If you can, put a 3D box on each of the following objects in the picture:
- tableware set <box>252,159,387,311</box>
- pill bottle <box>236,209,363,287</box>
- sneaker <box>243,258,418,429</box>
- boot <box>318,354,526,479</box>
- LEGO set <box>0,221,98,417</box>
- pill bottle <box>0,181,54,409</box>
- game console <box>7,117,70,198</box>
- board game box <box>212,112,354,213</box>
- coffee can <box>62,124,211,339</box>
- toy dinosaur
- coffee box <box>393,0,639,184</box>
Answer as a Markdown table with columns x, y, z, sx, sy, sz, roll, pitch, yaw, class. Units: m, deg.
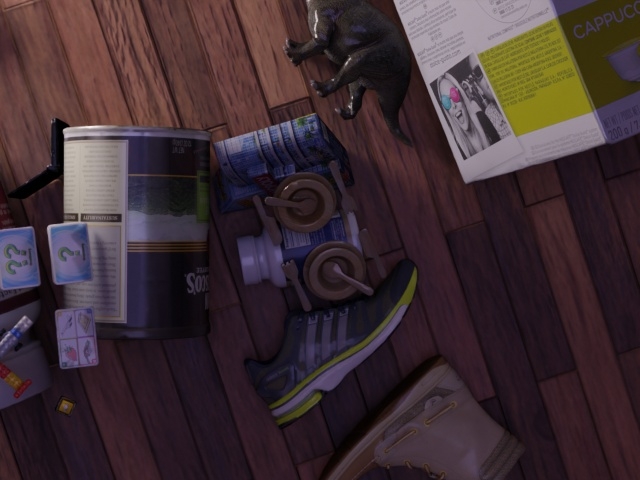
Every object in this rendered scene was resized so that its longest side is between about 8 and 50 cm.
| x | y | z | sx | sy | sz | roll | pitch | yaw | class |
| --- | --- | --- | --- | --- | --- | --- | --- | --- | --- |
| 0.000 | 0.000 | 1.678 | 0.128 | 0.039 | 0.194 | -24 | 110 | 1 | tableware set |
| -0.029 | 0.015 | 1.752 | 0.169 | 0.094 | 0.094 | -10 | 92 | -3 | pill bottle |
| 0.017 | 0.126 | 1.754 | 0.300 | 0.111 | 0.121 | -44 | 90 | -4 | sneaker |
| 0.143 | 0.320 | 1.774 | 0.262 | 0.095 | 0.203 | -44 | 95 | -6 | boot |
| -0.369 | 0.105 | 1.548 | 0.182 | 0.060 | 0.244 | -5 | 89 | -14 | LEGO set |
| -0.504 | 0.038 | 1.657 | 0.224 | 0.224 | 0.392 | -18 | 93 | -3 | pill bottle |
| -0.385 | -0.111 | 1.711 | 0.071 | 0.122 | 0.107 | 0 | 91 | -4 | game console |
| -0.069 | -0.098 | 1.718 | 0.194 | 0.194 | 0.060 | -17 | 76 | 10 | board game box |
| -0.248 | -0.011 | 1.683 | 0.201 | 0.201 | 0.275 | 0 | 91 | -4 | coffee can |
| 0.051 | -0.269 | 1.740 | 0.160 | 0.121 | 0.313 | -37 | 89 | 11 | toy dinosaur |
| 0.340 | -0.303 | 1.608 | 0.337 | 0.338 | 0.334 | -24 | 93 | -22 | coffee box |
